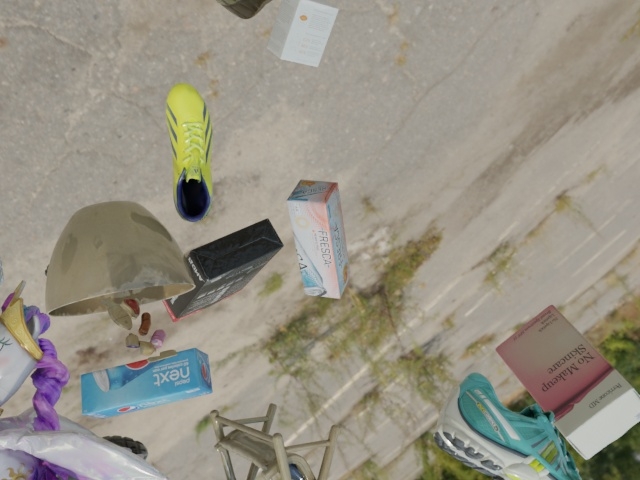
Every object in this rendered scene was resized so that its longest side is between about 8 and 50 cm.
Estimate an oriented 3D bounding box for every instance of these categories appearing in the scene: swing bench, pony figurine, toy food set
[{"bbox_3d":[-0.098,0.482,1.300,0.165,0.254,0.253,4,176,-37],"label":"swing bench"},{"bbox_3d":[-0.378,0.275,0.787,0.303,0.351,0.363,-10,-141,54],"label":"pony figurine"},{"bbox_3d":[-0.267,0.132,0.952,0.019,0.122,0.078,-50,158,24],"label":"toy food set"}]

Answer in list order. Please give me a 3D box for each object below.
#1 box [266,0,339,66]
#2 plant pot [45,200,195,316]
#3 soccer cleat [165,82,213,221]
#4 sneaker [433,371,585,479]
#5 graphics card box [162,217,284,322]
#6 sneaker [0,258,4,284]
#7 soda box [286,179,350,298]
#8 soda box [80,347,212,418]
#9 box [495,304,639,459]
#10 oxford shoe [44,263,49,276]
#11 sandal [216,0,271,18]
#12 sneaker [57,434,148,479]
[{"bbox_3d":[-0.050,-0.580,1.765,0.130,0.091,0.170,2,123,-37],"label":"box"},{"bbox_3d":[-0.408,0.029,1.286,0.284,0.190,0.284,-12,172,-2],"label":"plant pot"},{"bbox_3d":[-0.265,-0.176,1.335,0.094,0.121,0.289,-4,110,-12],"label":"soccer cleat"},{"bbox_3d":[0.275,0.265,0.810,0.110,0.275,0.107,-60,-168,-21],"label":"sneaker"},{"bbox_3d":[-0.268,0.086,1.703,0.233,0.094,0.371,-25,171,-31],"label":"graphics card box"},{"bbox_3d":[-0.389,0.075,0.716,0.054,0.152,0.061,5,136,4],"label":"sneaker"},{"bbox_3d":[0.000,0.000,0.970,0.058,0.063,0.183,-61,150,-47],"label":"soda box"},{"bbox_3d":[-0.297,0.245,1.105,0.210,0.071,0.067,-14,157,5],"label":"soda box"},{"bbox_3d":[0.470,0.262,1.221,0.149,0.232,0.127,-41,130,8],"label":"box"},{"bbox_3d":[-0.557,0.051,1.570,0.227,0.083,0.096,-5,108,-2],"label":"oxford shoe"},{"bbox_3d":[-0.092,-0.365,0.875,0.060,0.090,0.219,-53,-157,-20],"label":"sandal"},{"bbox_3d":[-0.545,0.536,1.526,0.267,0.101,0.106,-2,109,-26],"label":"sneaker"}]
